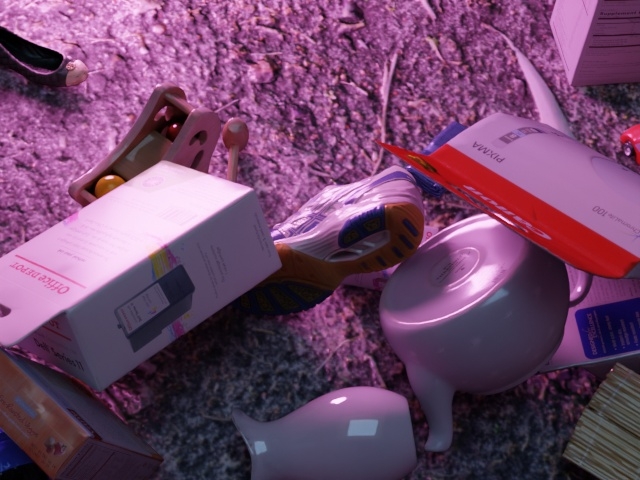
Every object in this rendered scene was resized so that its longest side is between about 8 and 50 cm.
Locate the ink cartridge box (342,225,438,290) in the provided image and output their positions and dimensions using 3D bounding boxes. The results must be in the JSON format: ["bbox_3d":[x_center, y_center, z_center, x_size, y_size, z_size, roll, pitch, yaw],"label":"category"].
[{"bbox_3d":[0.090,0.020,1.893,0.123,0.052,0.088,11,57,1],"label":"ink cartridge box"}]

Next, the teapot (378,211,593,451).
[{"bbox_3d":[0.211,0.096,1.759,0.256,0.187,0.252,-27,26,20],"label":"teapot"}]

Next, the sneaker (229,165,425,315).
[{"bbox_3d":[0.000,0.000,1.835,0.297,0.112,0.131,-19,34,18],"label":"sneaker"}]

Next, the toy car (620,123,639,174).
[{"bbox_3d":[0.534,-0.067,1.993,0.225,0.053,0.239,8,55,0],"label":"toy car"}]

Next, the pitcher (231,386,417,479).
[{"bbox_3d":[0.010,0.267,1.688,0.207,0.125,0.177,-9,77,1],"label":"pitcher"}]

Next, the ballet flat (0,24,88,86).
[{"bbox_3d":[-0.413,-0.263,2.043,0.173,0.049,0.057,20,57,8],"label":"ballet flat"}]

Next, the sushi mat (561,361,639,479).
[{"bbox_3d":[0.457,0.282,1.719,0.317,0.019,0.151,31,66,15],"label":"sushi mat"}]

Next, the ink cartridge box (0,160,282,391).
[{"bbox_3d":[-0.249,0.052,1.694,0.353,0.119,0.207,-34,32,-28],"label":"ink cartridge box"}]

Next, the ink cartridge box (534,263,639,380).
[{"bbox_3d":[0.443,0.074,1.851,0.371,0.069,0.175,-11,56,4],"label":"ink cartridge box"}]

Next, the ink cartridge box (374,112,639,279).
[{"bbox_3d":[0.289,-0.063,1.732,0.308,0.091,0.385,35,16,32],"label":"ink cartridge box"}]

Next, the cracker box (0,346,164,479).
[{"bbox_3d":[-0.287,0.209,1.619,0.156,0.232,0.067,40,87,21],"label":"cracker box"}]

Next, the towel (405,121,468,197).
[{"bbox_3d":[0.175,-0.114,2.007,0.067,0.029,0.119,36,61,18],"label":"towel"}]

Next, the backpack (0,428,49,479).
[{"bbox_3d":[-0.367,0.264,1.642,0.098,0.120,0.101,-24,61,-19],"label":"backpack"}]

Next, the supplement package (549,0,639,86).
[{"bbox_3d":[0.433,-0.354,2.065,0.134,0.244,0.139,-5,57,-8],"label":"supplement package"}]

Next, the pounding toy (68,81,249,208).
[{"bbox_3d":[-0.184,-0.098,1.887,0.155,0.154,0.269,36,60,19],"label":"pounding toy"}]
